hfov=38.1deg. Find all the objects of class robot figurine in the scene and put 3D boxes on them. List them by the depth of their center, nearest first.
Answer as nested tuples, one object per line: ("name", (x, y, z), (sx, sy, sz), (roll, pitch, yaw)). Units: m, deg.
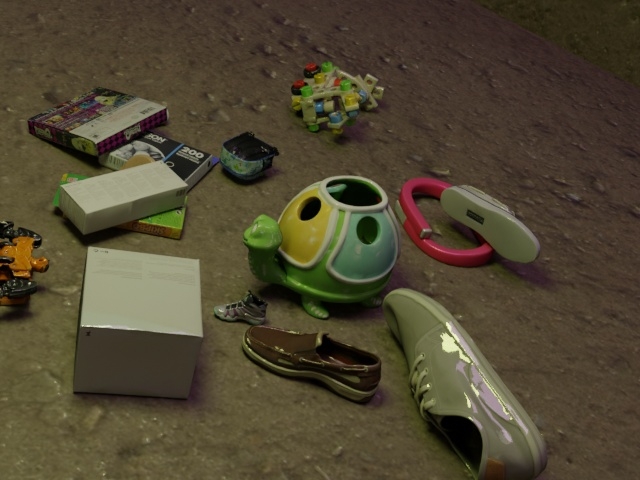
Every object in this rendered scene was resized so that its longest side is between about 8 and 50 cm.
("robot figurine", (-0.622, 0.042, 1.606), (0.291, 0.085, 0.211), (5, 36, -16))

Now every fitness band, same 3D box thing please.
("fitness band", (0.292, -0.048, 2.156), (0.209, 0.054, 0.290), (1, 39, -22))

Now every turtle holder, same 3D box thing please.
("turtle holder", (0.005, -0.010, 1.824), (0.320, 0.227, 0.243), (11, 35, -9))

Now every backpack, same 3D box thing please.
("backpack", (-0.173, -0.186, 2.120), (0.105, 0.084, 0.114), (34, 34, 21))

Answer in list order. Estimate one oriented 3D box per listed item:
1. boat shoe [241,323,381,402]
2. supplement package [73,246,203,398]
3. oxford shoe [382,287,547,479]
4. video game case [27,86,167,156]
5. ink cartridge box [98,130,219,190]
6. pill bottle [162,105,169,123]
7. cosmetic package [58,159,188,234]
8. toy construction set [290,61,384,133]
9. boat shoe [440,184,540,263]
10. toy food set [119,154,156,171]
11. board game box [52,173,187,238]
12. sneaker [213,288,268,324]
("boat shoe", (-0.011, 0.193, 1.647), (0.258, 0.095, 0.095), (19, 34, 3))
("supplement package", (-0.305, 0.137, 1.551), (0.194, 0.149, 0.203), (7, 36, -15))
("oxford shoe", (0.217, 0.249, 1.628), (0.130, 0.169, 0.449), (-21, 48, -17))
("video game case", (-0.500, -0.272, 2.090), (0.210, 0.041, 0.232), (19, 36, 25))
("ink cartridge box", (-0.356, -0.193, 2.087), (0.206, 0.045, 0.208), (22, 34, 9))
("pill bottle", (-0.406, -0.294, 2.208), (0.083, 0.043, 0.043), (-18, 48, -40))
("cosmetic package", (-0.392, -0.088, 1.852), (0.239, 0.060, 0.099), (-20, 52, -40))
("toy construction set", (0.045, -0.387, 2.439), (0.215, 0.151, 0.327), (1, 21, 21))
("boat shoe", (0.394, -0.044, 2.086), (0.267, 0.096, 0.088), (33, 39, 33))
("toy food set", (-0.384, -0.142, 1.981), (0.082, 0.083, 0.020), (46, -2, 10))
("board game box", (-0.409, -0.072, 1.903), (0.260, 0.039, 0.124), (13, 34, -11))
("sneaker", (-0.145, 0.117, 1.720), (0.098, 0.069, 0.038), (8, 35, -13))
